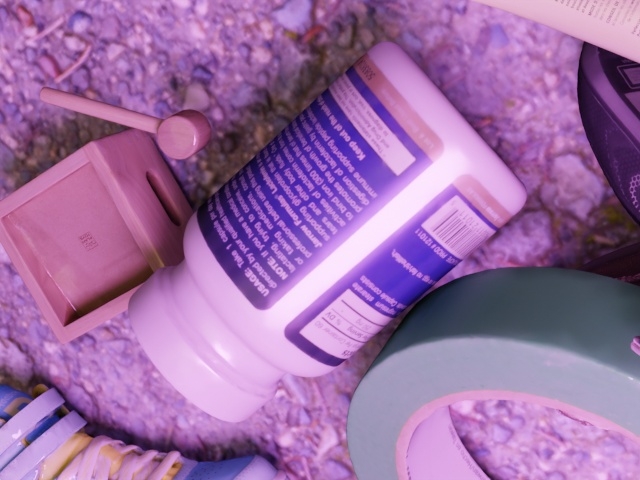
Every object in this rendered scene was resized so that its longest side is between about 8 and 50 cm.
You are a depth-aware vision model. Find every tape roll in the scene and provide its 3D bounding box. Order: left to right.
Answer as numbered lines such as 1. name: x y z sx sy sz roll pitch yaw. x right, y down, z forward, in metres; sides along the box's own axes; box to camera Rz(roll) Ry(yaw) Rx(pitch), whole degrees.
1. tape roll: 0.174 0.165 0.712 0.321 0.077 0.321 21 137 21

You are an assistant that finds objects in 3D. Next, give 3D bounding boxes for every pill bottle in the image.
1. pill bottle: 0.000 0.000 0.734 0.265 0.153 0.153 -41 88 11

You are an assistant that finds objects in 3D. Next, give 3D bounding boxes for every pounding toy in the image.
1. pounding toy: -0.159 -0.047 0.841 0.206 0.094 0.181 -28 94 24

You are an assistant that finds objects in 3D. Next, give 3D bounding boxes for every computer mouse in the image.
1. computer mouse: 0.238 -0.031 0.650 0.189 0.272 0.072 -7 146 -14

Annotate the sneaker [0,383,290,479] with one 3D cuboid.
1. sneaker: -0.193 0.201 0.906 0.319 0.127 0.208 -24 96 23

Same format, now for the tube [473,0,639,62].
1. tube: 0.208 -0.145 0.645 0.240 0.070 0.062 28 135 11

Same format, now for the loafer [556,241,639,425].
1. loafer: 0.307 0.065 0.678 0.366 0.130 0.133 -9 101 22
